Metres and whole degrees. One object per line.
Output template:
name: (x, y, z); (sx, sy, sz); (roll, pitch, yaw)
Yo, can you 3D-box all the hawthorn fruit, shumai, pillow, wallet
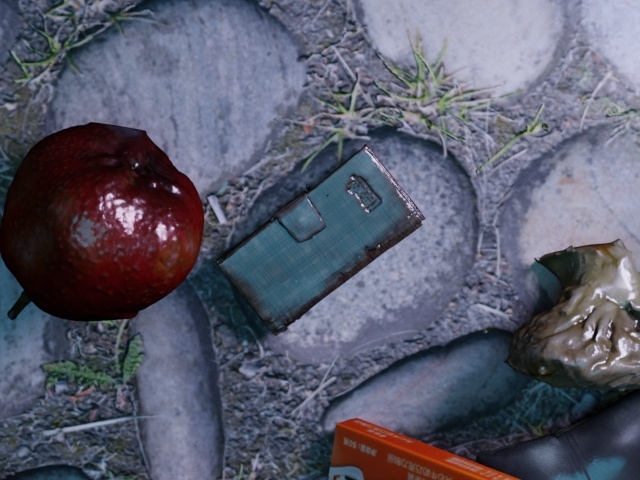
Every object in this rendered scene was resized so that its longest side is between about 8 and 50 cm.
hawthorn fruit: (-0.272, -0.004, 1.731); (0.266, 0.230, 0.210); (-37, 144, 17)
shumai: (0.316, 0.086, 1.790); (0.206, 0.166, 0.175); (-1, 89, -32)
pillow: (0.334, 0.289, 1.849); (0.250, 0.106, 0.186); (-25, 102, 2)
wallet: (0.000, 0.000, 1.819); (0.230, 0.042, 0.124); (-37, 103, 7)

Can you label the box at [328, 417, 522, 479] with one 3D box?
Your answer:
box: (0.115, 0.374, 1.813); (0.273, 0.048, 0.265); (15, 104, 37)
